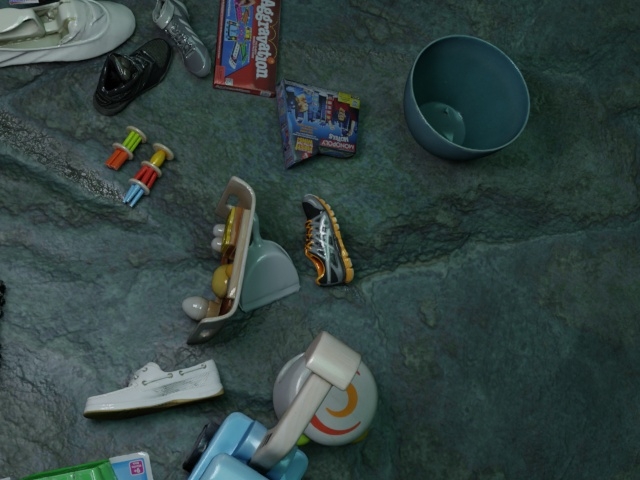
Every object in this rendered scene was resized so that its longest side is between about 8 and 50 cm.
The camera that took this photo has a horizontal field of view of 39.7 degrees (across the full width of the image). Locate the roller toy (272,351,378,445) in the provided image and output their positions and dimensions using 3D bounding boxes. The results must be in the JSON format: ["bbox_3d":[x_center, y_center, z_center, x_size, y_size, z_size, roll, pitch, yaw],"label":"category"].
[{"bbox_3d":[0.009,0.317,1.795,0.209,0.146,0.191,5,79,-21],"label":"roller toy"}]

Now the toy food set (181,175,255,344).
[{"bbox_3d":[-0.212,0.045,1.783,0.092,0.220,0.306,13,69,-12],"label":"toy food set"}]

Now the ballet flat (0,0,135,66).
[{"bbox_3d":[-0.585,-0.454,1.894,0.400,0.139,0.139,-16,77,-21],"label":"ballet flat"}]

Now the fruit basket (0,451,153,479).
[{"bbox_3d":[-0.421,0.568,1.531,0.327,0.165,0.353,-13,78,12],"label":"fruit basket"}]

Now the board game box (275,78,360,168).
[{"bbox_3d":[-0.015,-0.251,2.025,0.194,0.060,0.194,11,76,-19],"label":"board game box"}]

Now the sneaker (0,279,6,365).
[{"bbox_3d":[-0.662,0.187,1.684,0.106,0.078,0.234,2,67,-13],"label":"sneaker"}]

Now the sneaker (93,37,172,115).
[{"bbox_3d":[-0.399,-0.377,1.924,0.087,0.130,0.227,43,63,0],"label":"sneaker"}]

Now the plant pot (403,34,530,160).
[{"bbox_3d":[0.312,-0.303,2.069,0.290,0.195,0.290,5,71,-15],"label":"plant pot"}]

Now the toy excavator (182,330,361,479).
[{"bbox_3d":[-0.104,0.396,1.570,0.222,0.445,0.433,34,66,-3],"label":"toy excavator"}]

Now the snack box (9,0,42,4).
[{"bbox_3d":[-0.604,-0.534,1.903,0.064,0.178,0.022,-1,115,6],"label":"snack box"}]

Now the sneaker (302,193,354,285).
[{"bbox_3d":[0.000,0.000,1.938,0.083,0.084,0.215,-19,79,-16],"label":"sneaker"}]

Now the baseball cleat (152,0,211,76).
[{"bbox_3d":[-0.320,-0.457,1.989,0.109,0.072,0.206,3,55,-57],"label":"baseball cleat"}]

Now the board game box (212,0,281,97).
[{"bbox_3d":[-0.170,-0.475,2.079,0.145,0.027,0.281,7,70,-15],"label":"board game box"}]

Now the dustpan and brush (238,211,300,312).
[{"bbox_3d":[-0.123,0.032,1.865,0.147,0.211,0.060,-21,37,-24],"label":"dustpan and brush"}]

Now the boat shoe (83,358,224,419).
[{"bbox_3d":[-0.331,0.287,1.737,0.277,0.098,0.096,-6,73,-28],"label":"boat shoe"}]

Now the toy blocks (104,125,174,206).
[{"bbox_3d":[-0.402,-0.155,1.886,0.123,0.054,0.148,32,66,-5],"label":"toy blocks"}]
